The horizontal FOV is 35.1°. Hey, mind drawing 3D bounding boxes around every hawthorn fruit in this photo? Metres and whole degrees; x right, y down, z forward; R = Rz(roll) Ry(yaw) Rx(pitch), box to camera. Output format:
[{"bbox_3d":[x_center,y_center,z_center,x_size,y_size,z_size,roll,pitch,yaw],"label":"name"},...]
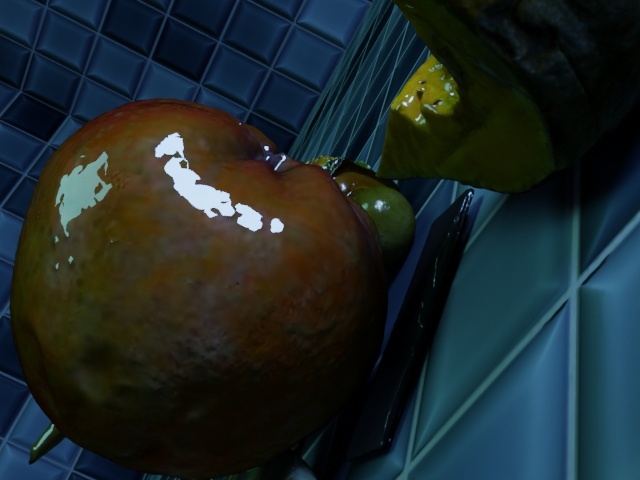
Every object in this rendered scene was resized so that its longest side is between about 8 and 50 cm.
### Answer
[{"bbox_3d":[-0.104,0.054,0.739,0.298,0.277,0.277,-49,6,-4],"label":"hawthorn fruit"}]

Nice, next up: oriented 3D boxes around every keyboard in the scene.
[{"bbox_3d":[0.063,0.057,0.688,0.074,0.015,0.196,122,173,-64],"label":"keyboard"}]

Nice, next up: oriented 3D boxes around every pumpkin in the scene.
[{"bbox_3d":[0.108,-0.094,0.529,0.131,0.126,0.248,-59,-11,-11],"label":"pumpkin"}]

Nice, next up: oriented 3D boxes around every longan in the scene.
[{"bbox_3d":[0.040,-0.012,0.838,0.075,0.083,0.075,-18,62,36],"label":"longan"}]

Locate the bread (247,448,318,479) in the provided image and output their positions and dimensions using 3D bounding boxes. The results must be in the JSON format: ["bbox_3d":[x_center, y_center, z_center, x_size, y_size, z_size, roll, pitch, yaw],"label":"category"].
[{"bbox_3d":[-0.063,0.271,0.711,0.267,0.041,0.267,-62,7,14],"label":"bread"}]

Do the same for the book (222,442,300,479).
[{"bbox_3d":[-0.046,0.182,0.985,0.160,0.024,0.228,-64,6,-24],"label":"book"}]

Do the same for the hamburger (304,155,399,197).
[{"bbox_3d":[0.000,0.000,0.936,0.137,0.087,0.165,22,-79,-52],"label":"hamburger"}]
